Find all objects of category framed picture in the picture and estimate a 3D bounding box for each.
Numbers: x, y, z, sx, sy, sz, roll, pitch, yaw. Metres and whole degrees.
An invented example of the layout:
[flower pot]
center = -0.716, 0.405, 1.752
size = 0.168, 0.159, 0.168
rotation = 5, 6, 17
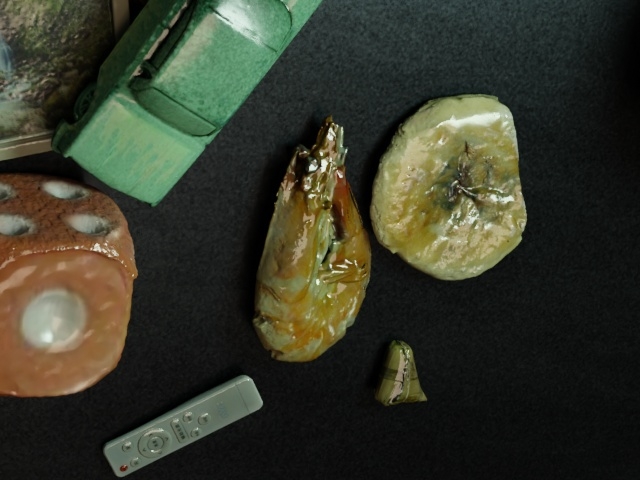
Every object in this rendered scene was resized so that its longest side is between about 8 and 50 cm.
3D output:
[framed picture]
center = -0.336, -0.181, 1.753
size = 0.324, 0.020, 0.241
rotation = -11, 119, -20

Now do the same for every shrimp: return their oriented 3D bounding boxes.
[shrimp]
center = -0.001, -0.001, 1.988
size = 0.154, 0.062, 0.294
rotation = -12, 123, -34

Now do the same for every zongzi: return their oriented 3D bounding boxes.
[zongzi]
center = 0.106, 0.155, 2.131
size = 0.083, 0.040, 0.076
rotation = 4, 107, -40

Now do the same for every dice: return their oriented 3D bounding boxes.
[dice]
center = -0.291, 0.039, 1.797
size = 0.174, 0.179, 0.175
rotation = -2, 121, -26

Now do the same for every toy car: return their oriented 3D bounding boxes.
[toy car]
center = -0.122, -0.181, 1.777
size = 0.141, 0.097, 0.321
rotation = 31, 102, -35

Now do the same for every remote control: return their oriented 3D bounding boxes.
[remote control]
center = -0.155, 0.205, 2.039
size = 0.184, 0.027, 0.050
rotation = -26, 122, -6

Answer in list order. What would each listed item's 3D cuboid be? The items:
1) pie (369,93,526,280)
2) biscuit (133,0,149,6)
[pie]
center = 0.139, -0.054, 2.028
size = 0.185, 0.052, 0.218
rotation = -19, 120, -9
[biscuit]
center = -0.085, -0.339, 1.786
size = 0.172, 0.029, 0.255
rotation = 1, 115, -27
